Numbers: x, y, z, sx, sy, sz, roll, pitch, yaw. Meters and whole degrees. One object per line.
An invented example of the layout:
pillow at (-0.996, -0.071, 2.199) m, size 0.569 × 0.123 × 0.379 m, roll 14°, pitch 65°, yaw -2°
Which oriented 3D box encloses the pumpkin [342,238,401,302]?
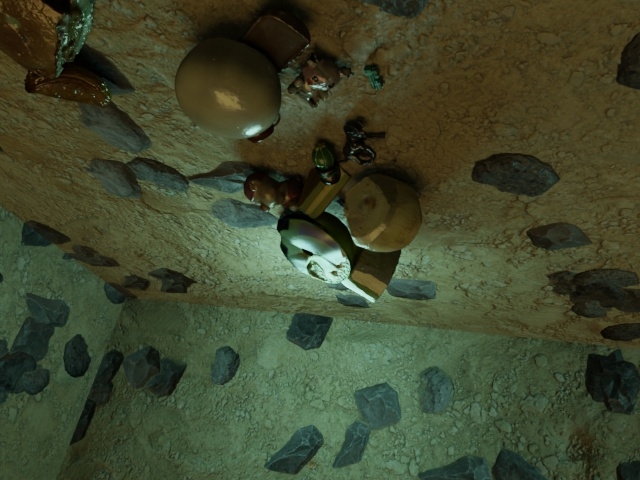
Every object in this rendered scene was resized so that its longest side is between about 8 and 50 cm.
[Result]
pumpkin at (0.207, 0.095, 2.418) m, size 0.199 × 0.333 × 0.332 m, roll 19°, pitch 153°, yaw -9°

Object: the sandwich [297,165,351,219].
sandwich at (0.015, -0.191, 2.109) m, size 0.144 × 0.188 × 0.117 m, roll -7°, pitch 149°, yaw 44°

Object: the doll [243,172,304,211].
doll at (-0.193, -0.192, 2.221) m, size 0.255 × 0.152 × 0.196 m, roll 13°, pitch 152°, yaw 1°

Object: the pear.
pear at (0.005, 0.000, 2.329) m, size 0.398 × 0.165 × 0.399 m, roll 26°, pitch 146°, yaw 19°

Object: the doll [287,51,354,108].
doll at (-0.011, -0.489, 1.633) m, size 0.149 × 0.095 × 0.192 m, roll 21°, pitch 151°, yaw -30°

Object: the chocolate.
chocolate at (-0.133, -0.576, 1.527) m, size 0.161 × 0.083 × 0.261 m, roll 29°, pitch 158°, yaw -28°

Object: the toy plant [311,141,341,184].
toy plant at (0.020, -0.290, 1.990) m, size 0.092 × 0.093 × 0.162 m, roll -1°, pitch 131°, yaw 25°

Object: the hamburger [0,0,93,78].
hamburger at (-0.837, -0.650, 1.564) m, size 0.276 × 0.195 × 0.318 m, roll 27°, pitch 148°, yaw -22°

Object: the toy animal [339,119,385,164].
toy animal at (0.136, -0.339, 1.899) m, size 0.148 × 0.085 × 0.233 m, roll 26°, pitch 155°, yaw 2°

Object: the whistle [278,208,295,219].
whistle at (-0.124, -0.063, 2.510) m, size 0.180 × 0.093 × 0.269 m, roll 21°, pitch 161°, yaw 30°

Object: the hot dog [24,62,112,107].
hot dog at (-0.844, -0.530, 1.818) m, size 0.272 × 0.122 × 0.196 m, roll 1°, pitch -170°, yaw -39°

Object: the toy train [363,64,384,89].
toy train at (0.163, -0.492, 1.625) m, size 0.045 × 0.029 × 0.092 m, roll 8°, pitch 155°, yaw 26°

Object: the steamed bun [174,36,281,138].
steamed bun at (-0.278, -0.433, 1.604) m, size 0.324 × 0.207 × 0.324 m, roll 16°, pitch 159°, yaw 7°

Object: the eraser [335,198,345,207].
eraser at (0.104, -0.154, 2.314) m, size 0.027 × 0.019 × 0.099 m, roll -28°, pitch 135°, yaw 33°

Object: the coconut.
coconut at (0.251, -0.096, 2.072) m, size 0.297 × 0.298 × 0.254 m, roll -14°, pitch 158°, yaw 42°

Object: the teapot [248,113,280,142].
teapot at (-0.222, -0.411, 1.876) m, size 0.173 × 0.116 × 0.116 m, roll -25°, pitch 143°, yaw 11°
